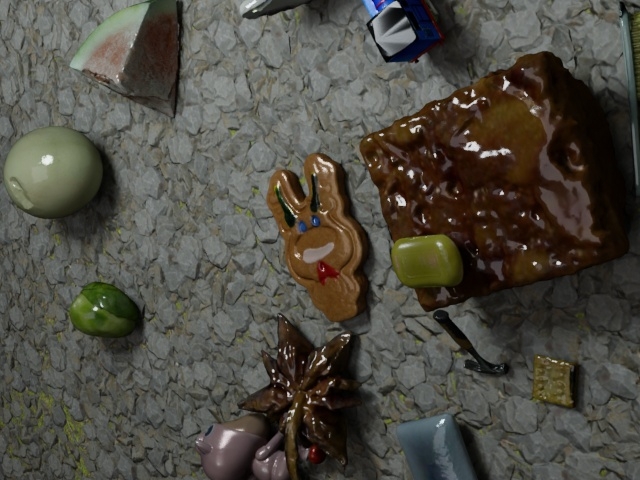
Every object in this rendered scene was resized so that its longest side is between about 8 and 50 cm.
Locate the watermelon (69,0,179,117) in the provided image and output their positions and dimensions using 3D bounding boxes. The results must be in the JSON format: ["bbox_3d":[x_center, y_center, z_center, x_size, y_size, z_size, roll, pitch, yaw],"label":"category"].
[{"bbox_3d":[-0.407,-0.395,1.974,0.310,0.193,0.232,-22,68,26],"label":"watermelon"}]

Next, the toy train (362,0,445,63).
[{"bbox_3d":[0.127,-0.406,1.541,0.082,0.131,0.204,-33,81,39],"label":"toy train"}]

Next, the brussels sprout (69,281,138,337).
[{"bbox_3d":[-0.535,0.170,2.201,0.183,0.145,0.131,4,77,32],"label":"brussels sprout"}]

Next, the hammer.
[{"bbox_3d":[0.251,0.181,1.579,0.078,0.021,0.201,-5,141,41],"label":"hammer"}]

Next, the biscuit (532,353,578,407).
[{"bbox_3d":[0.404,0.242,1.557,0.081,0.018,0.083,8,105,37],"label":"biscuit"}]

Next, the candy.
[{"bbox_3d":[0.225,0.418,1.706,0.138,0.071,0.174,-23,85,40],"label":"candy"}]

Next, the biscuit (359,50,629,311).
[{"bbox_3d":[0.284,-0.087,1.471,0.395,0.166,0.343,-19,90,42],"label":"biscuit"}]

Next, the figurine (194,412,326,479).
[{"bbox_3d":[-0.127,0.466,1.966,0.287,0.186,0.176,15,154,16],"label":"figurine"}]

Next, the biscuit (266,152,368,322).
[{"bbox_3d":[0.000,0.000,1.796,0.202,0.047,0.334,-18,90,39],"label":"biscuit"}]

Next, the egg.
[{"bbox_3d":[-0.634,-0.161,2.140,0.269,0.219,0.219,-27,84,39],"label":"egg"}]

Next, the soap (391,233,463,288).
[{"bbox_3d":[0.175,0.034,1.470,0.140,0.045,0.089,-6,100,47],"label":"soap"}]

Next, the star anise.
[{"bbox_3d":[-0.035,0.324,1.838,0.292,0.109,0.349,36,106,37],"label":"star anise"}]

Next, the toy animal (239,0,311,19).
[{"bbox_3d":[-0.066,-0.555,1.634,0.249,0.174,0.289,8,108,49],"label":"toy animal"}]

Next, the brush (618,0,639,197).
[{"bbox_3d":[0.489,-0.213,1.361,0.060,0.068,0.297,-5,103,17],"label":"brush"}]
